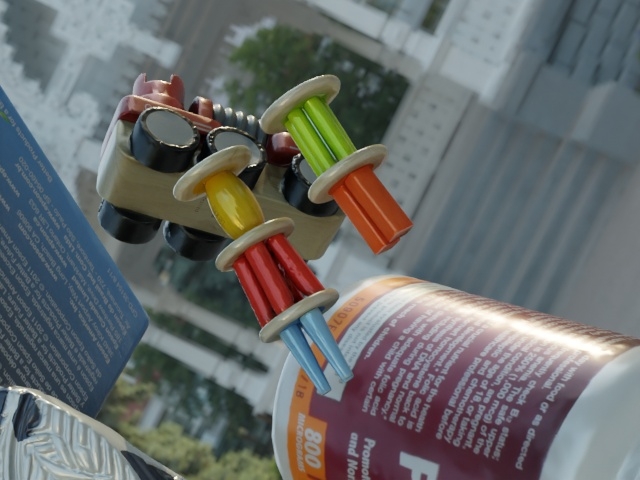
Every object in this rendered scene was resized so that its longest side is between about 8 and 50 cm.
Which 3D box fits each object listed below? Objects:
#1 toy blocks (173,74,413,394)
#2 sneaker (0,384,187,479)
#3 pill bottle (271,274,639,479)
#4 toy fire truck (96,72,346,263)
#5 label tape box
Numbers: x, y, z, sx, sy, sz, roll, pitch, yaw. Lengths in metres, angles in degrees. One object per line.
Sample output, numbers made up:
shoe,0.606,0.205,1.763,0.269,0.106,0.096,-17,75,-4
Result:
toy blocks,0.000,0.000,0.774,0.123,0.148,0.054,-36,-11,21
sneaker,-0.082,0.155,0.712,0.094,0.235,0.153,-63,-6,-2
pill bottle,0.168,0.169,1.035,0.224,0.392,0.224,-12,-72,-41
toy fire truck,-0.098,-0.087,1.288,0.246,0.217,0.158,-94,26,-47
label tape box,-0.251,0.066,0.801,0.106,0.240,0.333,-17,27,26
